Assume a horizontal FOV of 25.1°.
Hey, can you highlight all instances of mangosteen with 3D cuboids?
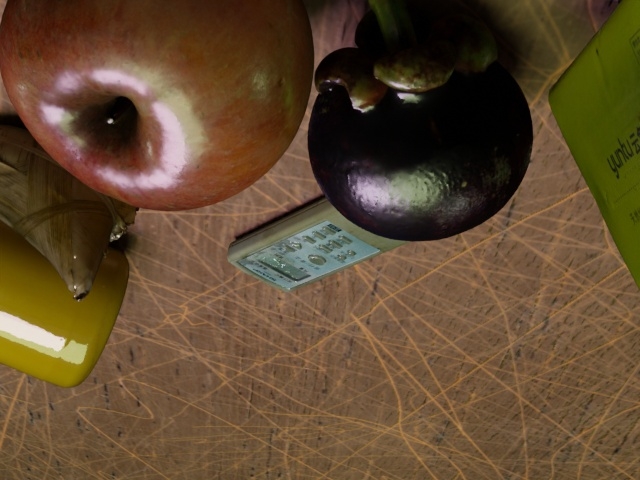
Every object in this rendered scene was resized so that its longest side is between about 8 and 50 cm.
[{"bbox_3d":[0.082,-0.111,1.218,0.194,0.194,0.230,3,124,14],"label":"mangosteen"}]

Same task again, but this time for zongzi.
[{"bbox_3d":[-0.293,-0.028,1.462,0.194,0.197,0.099,14,135,2],"label":"zongzi"}]

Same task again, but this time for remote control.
[{"bbox_3d":[0.000,0.000,1.572,0.098,0.038,0.233,30,147,-29],"label":"remote control"}]

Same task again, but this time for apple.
[{"bbox_3d":[-0.127,-0.153,1.171,0.254,0.253,0.253,8,151,5],"label":"apple"}]

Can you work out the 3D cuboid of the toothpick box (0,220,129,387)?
[{"bbox_3d":[-0.373,0.047,1.651,0.271,0.175,0.175,23,149,-15],"label":"toothpick box"}]

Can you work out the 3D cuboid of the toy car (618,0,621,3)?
[{"bbox_3d":[0.248,-0.233,1.031,0.080,0.070,0.171,24,150,-22],"label":"toy car"}]

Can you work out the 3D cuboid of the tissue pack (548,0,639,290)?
[{"bbox_3d":[0.298,-0.088,1.038,0.167,0.200,0.274,-22,171,-10],"label":"tissue pack"}]
